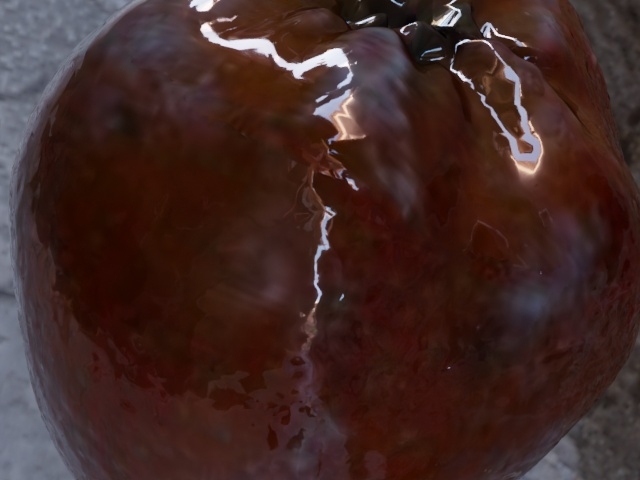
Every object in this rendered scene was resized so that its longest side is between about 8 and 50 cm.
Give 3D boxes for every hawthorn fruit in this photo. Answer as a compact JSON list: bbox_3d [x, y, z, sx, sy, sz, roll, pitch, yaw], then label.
[{"bbox_3d":[0.000,0.000,0.582,0.284,0.284,0.284,15,37,-12],"label":"hawthorn fruit"}]
